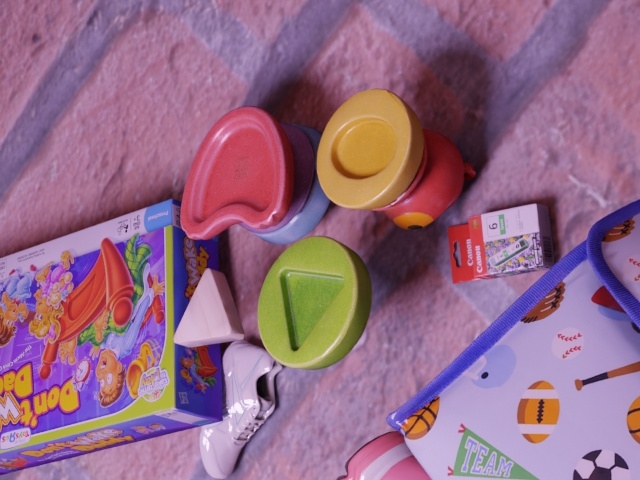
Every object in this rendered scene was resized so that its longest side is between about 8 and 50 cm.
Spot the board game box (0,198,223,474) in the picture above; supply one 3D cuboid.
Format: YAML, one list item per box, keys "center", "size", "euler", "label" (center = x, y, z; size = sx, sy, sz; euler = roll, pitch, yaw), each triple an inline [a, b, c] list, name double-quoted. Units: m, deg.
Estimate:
- center: [-0.265, 0.114, 1.951]
  size: [0.347, 0.078, 0.233]
  euler: [-18, 65, 34]
  label: "board game box"

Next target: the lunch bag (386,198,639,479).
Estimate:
- center: [0.309, 0.159, 1.509]
  size: [0.385, 0.239, 0.328]
  euler: [-41, 62, 6]
  label: "lunch bag"

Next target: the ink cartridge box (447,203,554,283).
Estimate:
- center: [0.171, 0.005, 1.733]
  size: [0.115, 0.029, 0.063]
  euler: [-11, 79, 32]
  label: "ink cartridge box"

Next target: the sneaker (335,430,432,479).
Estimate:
- center: [0.041, 0.348, 1.729]
  size: [0.136, 0.116, 0.314]
  euler: [33, 103, 31]
  label: "sneaker"

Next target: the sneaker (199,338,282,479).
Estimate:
- center: [-0.085, 0.184, 1.871]
  size: [0.061, 0.053, 0.152]
  euler: [16, 93, 31]
  label: "sneaker"

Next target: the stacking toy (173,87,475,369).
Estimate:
- center: [0.000, 0.000, 1.790]
  size: [0.309, 0.130, 0.280]
  euler: [2, 77, 45]
  label: "stacking toy"
